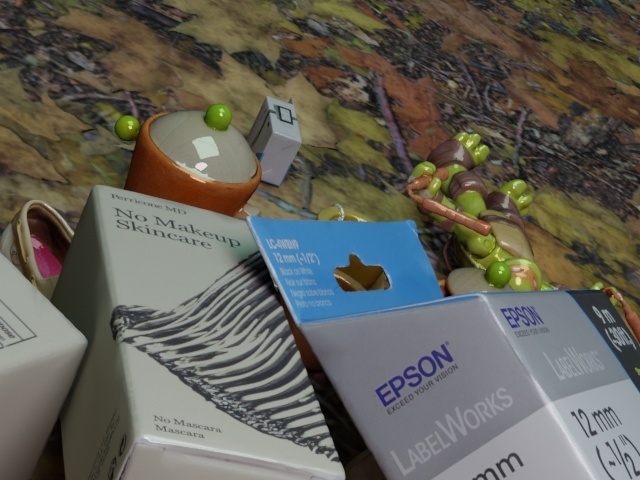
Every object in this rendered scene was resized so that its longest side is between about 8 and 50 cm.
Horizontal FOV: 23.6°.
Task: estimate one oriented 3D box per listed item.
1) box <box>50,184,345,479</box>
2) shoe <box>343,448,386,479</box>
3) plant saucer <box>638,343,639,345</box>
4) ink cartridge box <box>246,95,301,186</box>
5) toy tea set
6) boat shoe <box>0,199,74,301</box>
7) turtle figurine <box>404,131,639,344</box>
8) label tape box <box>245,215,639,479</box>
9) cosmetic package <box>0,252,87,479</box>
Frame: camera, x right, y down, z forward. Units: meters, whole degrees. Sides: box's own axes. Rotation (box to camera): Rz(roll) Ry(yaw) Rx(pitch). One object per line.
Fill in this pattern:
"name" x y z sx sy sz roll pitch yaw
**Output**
"box" -0.077 0.076 0.830 0.113 0.094 0.275 14 23 -21
"shoe" 0.107 0.159 1.027 0.219 0.058 0.076 3 37 -39
"plant saucer" 0.302 0.170 1.080 0.188 0.045 0.188 58 1 43
"ink cartridge box" -0.041 -0.090 1.319 0.028 0.048 0.083 18 29 -18
"toy tea set" 0.000 0.000 1.126 0.336 0.124 0.200 12 32 -28
"boat shoe" -0.160 0.038 0.991 0.063 0.059 0.170 -6 43 -46
"turtle figurine" 0.159 0.008 1.296 0.269 0.087 0.217 31 21 -19
"label tape box" 0.129 0.107 0.915 0.348 0.115 0.249 61 21 14
"cosmetic package" -0.278 0.086 0.737 0.153 0.129 0.296 39 31 23
